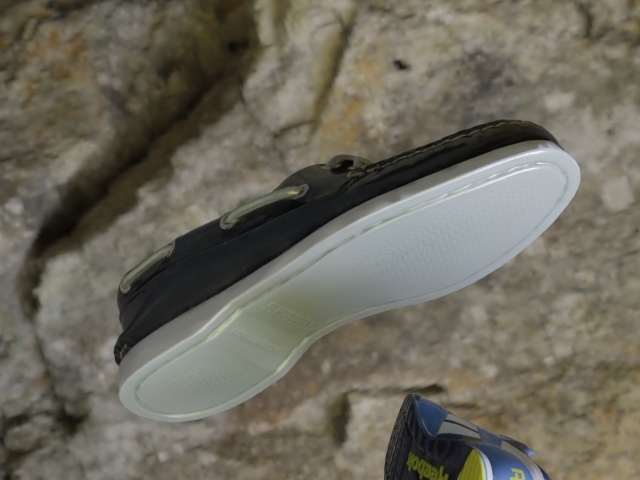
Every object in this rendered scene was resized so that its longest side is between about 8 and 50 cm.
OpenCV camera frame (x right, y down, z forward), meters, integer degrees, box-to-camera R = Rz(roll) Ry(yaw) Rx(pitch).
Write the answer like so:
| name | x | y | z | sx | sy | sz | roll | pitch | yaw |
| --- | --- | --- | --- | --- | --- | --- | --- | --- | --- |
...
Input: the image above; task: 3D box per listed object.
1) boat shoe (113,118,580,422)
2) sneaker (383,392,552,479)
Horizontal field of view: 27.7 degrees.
| name | x | y | z | sx | sy | sz | roll | pitch | yaw |
| --- | --- | --- | --- | --- | --- | --- | --- | --- | --- |
| boat shoe | 0.000 | 0.000 | 0.748 | 0.114 | 0.302 | 0.091 | 43 | 26 | -50 |
| sneaker | 0.072 | 0.117 | 0.656 | 0.144 | 0.059 | 0.053 | -148 | -109 | -73 |
